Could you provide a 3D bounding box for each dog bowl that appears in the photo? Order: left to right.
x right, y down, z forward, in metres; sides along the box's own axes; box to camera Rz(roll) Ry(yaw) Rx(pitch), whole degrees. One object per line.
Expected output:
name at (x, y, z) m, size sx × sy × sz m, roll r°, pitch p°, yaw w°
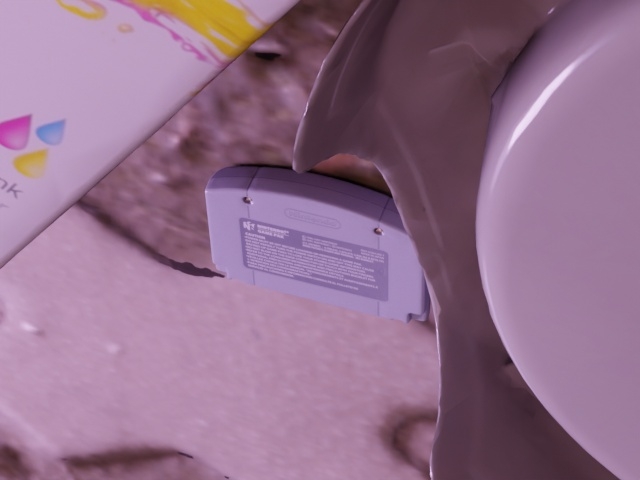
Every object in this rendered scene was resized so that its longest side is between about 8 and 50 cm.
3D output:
dog bowl at (0.171, -0.001, 0.461) m, size 0.349 × 0.102 × 0.349 m, roll 15°, pitch 140°, yaw 13°

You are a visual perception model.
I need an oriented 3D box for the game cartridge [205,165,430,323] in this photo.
game cartridge at (0.000, 0.000, 0.620) m, size 0.083 × 0.017 × 0.056 m, roll 14°, pitch 143°, yaw 13°

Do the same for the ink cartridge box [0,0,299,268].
ink cartridge box at (-0.094, -0.138, 0.424) m, size 0.226 × 0.131 × 0.306 m, roll 38°, pitch 141°, yaw -15°
